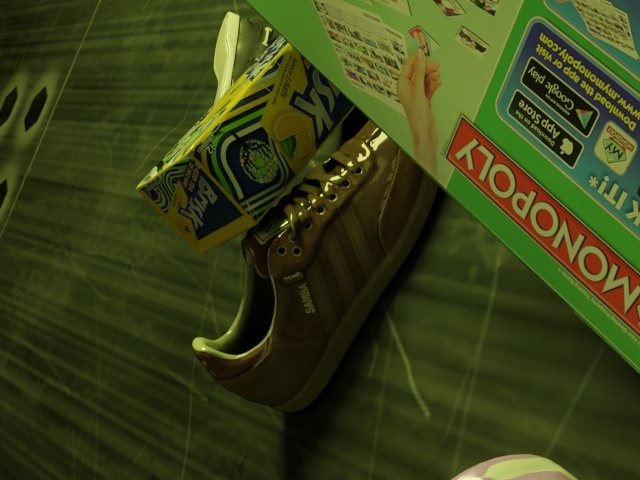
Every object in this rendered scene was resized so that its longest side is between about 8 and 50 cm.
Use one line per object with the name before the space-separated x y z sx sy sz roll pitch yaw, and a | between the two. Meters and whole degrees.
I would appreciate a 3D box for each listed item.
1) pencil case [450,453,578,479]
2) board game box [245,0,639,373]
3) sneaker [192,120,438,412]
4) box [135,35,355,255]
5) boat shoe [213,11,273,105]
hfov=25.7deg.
pencil case | 0.093 0.149 0.449 0.088 0.086 0.206 -31 28 -8
board game box | 0.074 -0.120 0.511 0.317 0.046 0.213 46 137 29
sneaker | 0.000 0.000 0.737 0.188 0.071 0.066 -64 28 2
box | -0.025 -0.069 0.782 0.059 0.054 0.169 -28 19 48
boat shoe | -0.052 -0.099 0.937 0.046 0.038 0.125 118 159 -48
